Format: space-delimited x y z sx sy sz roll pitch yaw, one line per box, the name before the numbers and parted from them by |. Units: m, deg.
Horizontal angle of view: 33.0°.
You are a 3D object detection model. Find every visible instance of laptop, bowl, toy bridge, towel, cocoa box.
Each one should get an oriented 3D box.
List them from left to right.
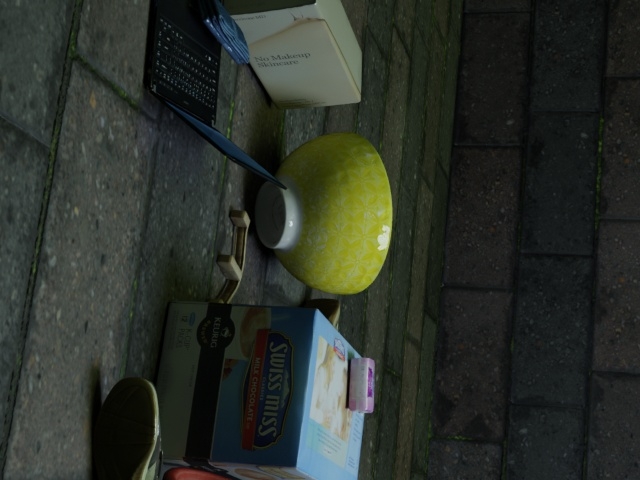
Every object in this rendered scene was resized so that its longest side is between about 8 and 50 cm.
laptop | -0.136 -0.222 1.529 0.234 0.137 0.264 25 68 -73
towel | -0.140 -0.314 1.585 0.119 0.029 0.067 46 22 -57
toy bridge | -0.144 0.045 1.730 0.063 0.026 0.188 69 28 -55
cocoa box | -0.078 0.248 1.624 0.347 0.228 0.231 53 42 -65
bowl | -0.020 -0.045 1.856 0.156 0.289 0.289 -2 96 -31

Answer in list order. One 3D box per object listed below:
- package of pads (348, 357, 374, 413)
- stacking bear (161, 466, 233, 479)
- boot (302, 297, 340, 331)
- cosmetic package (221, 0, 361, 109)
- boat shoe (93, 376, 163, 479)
package of pads | 0.063 0.219 1.634 0.050 0.032 0.083 38 53 -72
stacking bear | -0.178 0.464 1.428 0.175 0.164 0.289 20 88 -28
boot | -0.014 0.250 2.084 0.262 0.095 0.203 -61 150 -65
cosmetic package | -0.040 -0.341 1.789 0.309 0.160 0.113 53 36 -64
boat shoe | -0.239 0.276 1.362 0.073 0.080 0.223 -23 120 -78
